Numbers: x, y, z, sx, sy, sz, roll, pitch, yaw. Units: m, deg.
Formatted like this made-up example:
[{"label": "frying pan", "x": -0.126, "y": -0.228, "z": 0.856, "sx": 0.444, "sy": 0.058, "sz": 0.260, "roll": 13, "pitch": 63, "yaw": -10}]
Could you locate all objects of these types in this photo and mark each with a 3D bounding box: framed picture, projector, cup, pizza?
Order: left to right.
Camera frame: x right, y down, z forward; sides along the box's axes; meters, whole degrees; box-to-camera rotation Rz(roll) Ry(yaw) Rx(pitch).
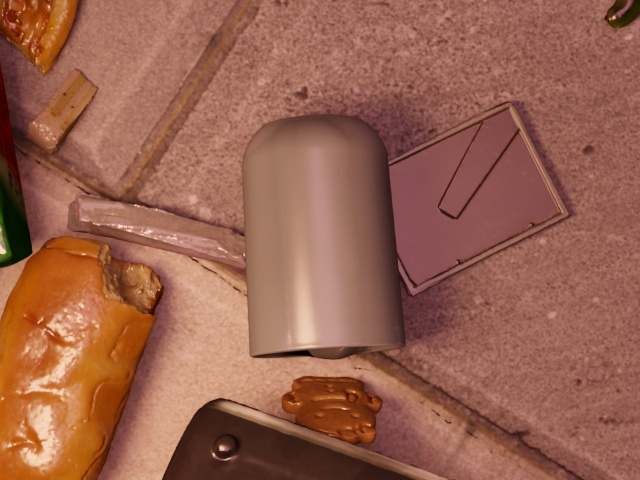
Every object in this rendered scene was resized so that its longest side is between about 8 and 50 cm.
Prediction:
[{"label": "pizza", "x": -0.398, "y": -0.364, "z": 1.942, "sx": 0.134, "sy": 0.056, "sz": 0.271, "roll": 9, "pitch": 82, "yaw": -12}, {"label": "projector", "x": -0.041, "y": 0.452, "z": 1.716, "sx": 0.395, "sy": 0.242, "sz": 0.405, "roll": 19, "pitch": 62, "yaw": 5}, {"label": "cup", "x": 0.000, "y": 0.000, "z": 1.861, "sx": 0.206, "sy": 0.205, "sz": 0.312, "roll": -3, "pitch": 82, "yaw": -5}, {"label": "framed picture", "x": 0.197, "y": -0.060, "z": 1.970, "sx": 0.260, "sy": 0.023, "sz": 0.189, "roll": -27, "pitch": 86, "yaw": -7}]

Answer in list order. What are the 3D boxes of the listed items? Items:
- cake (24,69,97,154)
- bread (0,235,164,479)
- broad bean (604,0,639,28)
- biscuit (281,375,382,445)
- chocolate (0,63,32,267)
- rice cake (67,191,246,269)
[{"label": "cake", "x": -0.351, "y": -0.180, "z": 1.927, "sx": 0.052, "sy": 0.065, "sz": 0.121, "roll": 33, "pitch": 75, "yaw": -3}, {"label": "bread", "x": -0.336, "y": 0.167, "z": 1.840, "sx": 0.195, "sy": 0.149, "sz": 0.343, "roll": 17, "pitch": 82, "yaw": -3}, {"label": "broad bean", "x": 0.547, "y": -0.380, "z": 2.019, "sx": 0.292, "sy": 0.049, "sz": 0.144, "roll": -4, "pitch": 85, "yaw": -5}, {"label": "biscuit", "x": 0.013, "y": 0.219, "z": 1.852, "sx": 0.134, "sy": 0.184, "sz": 0.027, "roll": 7, "pitch": 108, "yaw": 6}, {"label": "chocolate", "x": -0.557, "y": -0.096, "z": 1.805, "sx": 0.360, "sy": 0.161, "sz": 0.341, "roll": -12, "pitch": 84, "yaw": 13}, {"label": "rice cake", "x": -0.216, "y": -0.010, "z": 1.921, "sx": 0.270, "sy": 0.049, "sz": 0.055, "roll": 12, "pitch": 61, "yaw": -3}]
